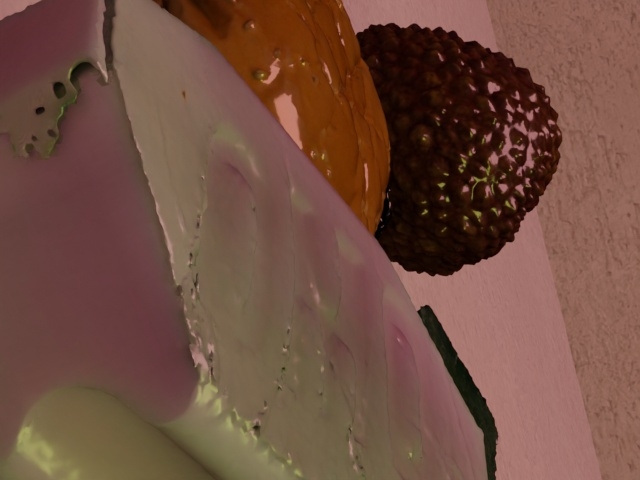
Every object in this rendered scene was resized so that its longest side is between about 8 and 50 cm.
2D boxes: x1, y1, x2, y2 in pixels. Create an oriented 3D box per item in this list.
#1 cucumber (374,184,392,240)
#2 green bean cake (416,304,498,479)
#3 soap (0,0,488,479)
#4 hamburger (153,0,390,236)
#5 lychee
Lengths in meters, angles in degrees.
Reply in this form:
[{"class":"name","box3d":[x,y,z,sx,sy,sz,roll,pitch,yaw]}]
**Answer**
[{"class":"cucumber","box3d":[0.000,0.000,1.527,0.081,0.072,0.303,-61,173,19]},{"class":"green bean cake","box3d":[0.093,0.191,1.623,0.193,0.107,0.208,-82,152,-48]},{"class":"soap","box3d":[-0.061,0.067,0.984,0.446,0.156,0.261,49,30,-41]},{"class":"hamburger","box3d":[-0.053,-0.098,1.273,0.318,0.158,0.319,-17,90,-74]},{"class":"lychee","box3d":[0.114,-0.107,1.752,0.271,0.271,0.271,-14,90,-75]}]
